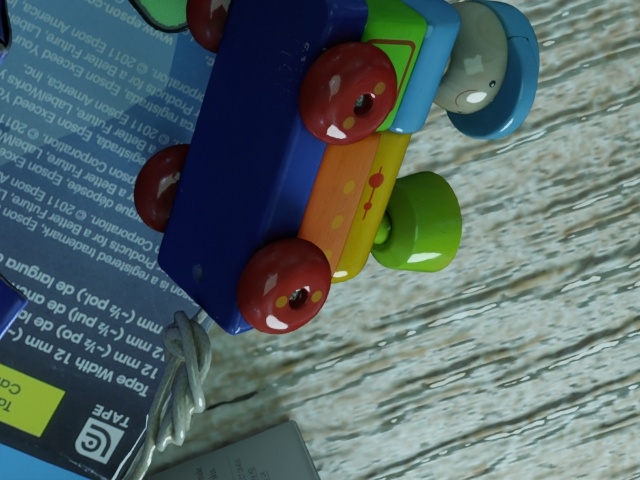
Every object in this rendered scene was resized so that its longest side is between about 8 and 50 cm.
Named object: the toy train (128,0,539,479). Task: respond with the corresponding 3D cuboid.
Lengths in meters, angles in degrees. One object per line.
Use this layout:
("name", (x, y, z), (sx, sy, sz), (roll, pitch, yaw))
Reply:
("toy train", (0.000, 0.000, 0.755), (0.143, 0.105, 0.248), (-2, 121, -39))

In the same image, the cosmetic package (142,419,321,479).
("cosmetic package", (-0.138, 0.269, 0.913), (0.366, 0.155, 0.197), (-24, 116, -2))

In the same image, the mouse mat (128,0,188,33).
("mouse mat", (-0.032, -0.189, 0.694), (0.190, 0.007, 0.152), (-32, 113, 11))

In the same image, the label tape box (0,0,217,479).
("label tape box", (-0.158, -0.036, 0.805), (0.249, 0.115, 0.347), (26, 104, -20))

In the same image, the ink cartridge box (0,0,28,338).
("ink cartridge box", (-0.299, -0.059, 0.631), (0.395, 0.151, 0.270), (34, 100, -21))
